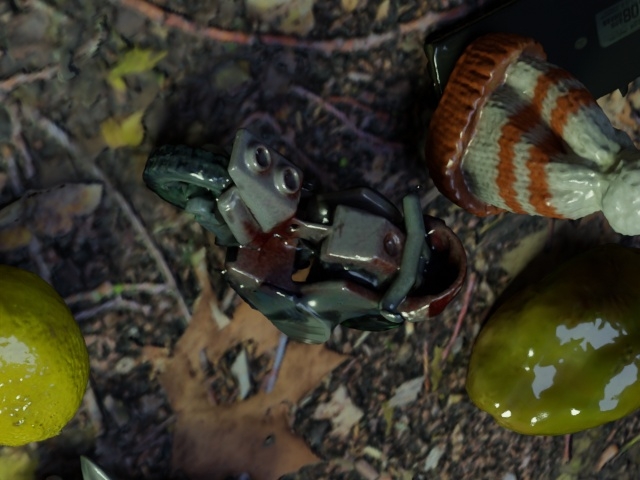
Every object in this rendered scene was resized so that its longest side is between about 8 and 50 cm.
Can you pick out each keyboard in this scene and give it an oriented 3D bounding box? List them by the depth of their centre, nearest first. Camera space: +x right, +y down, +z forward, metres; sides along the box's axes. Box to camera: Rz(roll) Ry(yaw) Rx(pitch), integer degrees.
[{"bbox_3d":[0.195,-0.147,1.029,0.317,0.027,0.106,-29,122,-27],"label":"keyboard"}]

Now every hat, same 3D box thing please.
[{"bbox_3d":[0.145,-0.051,0.904,0.093,0.162,0.112,15,100,-40],"label":"hat"}]

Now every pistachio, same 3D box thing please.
[{"bbox_3d":[0.188,0.070,1.067,0.189,0.110,0.100,-24,155,-30],"label":"pistachio"}]

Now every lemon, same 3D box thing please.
[{"bbox_3d":[-0.161,0.061,0.794,0.082,0.082,0.111,-42,134,-17],"label":"lemon"}]

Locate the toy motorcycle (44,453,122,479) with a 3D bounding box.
[{"bbox_3d":[-0.095,0.202,0.916,0.152,0.073,0.225,-48,133,-15],"label":"toy motorcycle"}]

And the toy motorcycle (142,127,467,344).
[{"bbox_3d":[0.000,0.001,0.872,0.213,0.122,0.082,36,54,-42],"label":"toy motorcycle"}]
